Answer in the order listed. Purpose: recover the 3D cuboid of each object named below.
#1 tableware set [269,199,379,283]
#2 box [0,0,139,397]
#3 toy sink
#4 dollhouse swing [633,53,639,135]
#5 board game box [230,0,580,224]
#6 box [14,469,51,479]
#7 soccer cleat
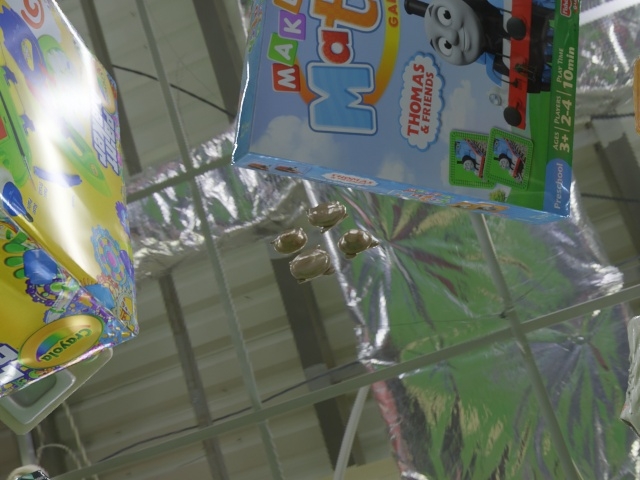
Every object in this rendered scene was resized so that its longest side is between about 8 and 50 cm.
[{"bbox_3d":[0.000,0.000,1.107,0.141,0.020,0.168,-29,-141,-11],"label":"tableware set"},{"bbox_3d":[-0.267,-0.086,0.435,0.177,0.279,0.290,-25,-134,5],"label":"box"},{"bbox_3d":[-0.356,0.137,0.890,0.153,0.234,0.131,-43,-79,-6],"label":"toy sink"},{"bbox_3d":[0.458,-0.130,0.619,0.305,0.315,0.346,38,-78,14],"label":"dollhouse swing"},{"bbox_3d":[0.060,-0.105,0.426,0.212,0.039,0.160,9,-99,-21],"label":"board game box"},{"bbox_3d":[-0.317,0.487,0.901,0.322,0.058,0.232,33,-81,16],"label":"box"},{"bbox_3d":[0.390,0.183,0.842,0.076,0.068,0.196,-21,-125,25],"label":"soccer cleat"}]
